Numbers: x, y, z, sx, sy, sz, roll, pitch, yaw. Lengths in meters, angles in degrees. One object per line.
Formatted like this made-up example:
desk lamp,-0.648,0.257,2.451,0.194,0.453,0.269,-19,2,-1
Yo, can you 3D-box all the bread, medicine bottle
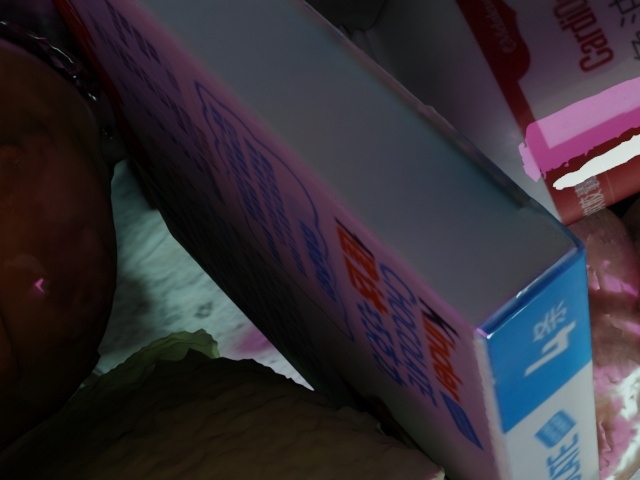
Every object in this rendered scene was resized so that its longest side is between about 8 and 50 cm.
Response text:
bread,-0.073,0.165,0.667,0.236,0.165,0.375,-41,-165,-10
medicine bottle,0.121,-0.087,0.666,0.250,0.131,0.131,-26,148,5

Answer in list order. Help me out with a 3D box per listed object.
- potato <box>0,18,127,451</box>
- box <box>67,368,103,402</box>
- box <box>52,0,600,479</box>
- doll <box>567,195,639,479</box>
potato,-0.242,0.129,0.593,0.397,0.296,0.290,-12,150,-4
box,-0.143,0.123,0.909,0.109,0.029,0.198,-30,148,11
box,0.000,0.000,0.600,0.048,0.265,0.273,-37,151,-12
doll,0.137,0.046,0.893,0.303,0.156,0.201,-8,110,13
